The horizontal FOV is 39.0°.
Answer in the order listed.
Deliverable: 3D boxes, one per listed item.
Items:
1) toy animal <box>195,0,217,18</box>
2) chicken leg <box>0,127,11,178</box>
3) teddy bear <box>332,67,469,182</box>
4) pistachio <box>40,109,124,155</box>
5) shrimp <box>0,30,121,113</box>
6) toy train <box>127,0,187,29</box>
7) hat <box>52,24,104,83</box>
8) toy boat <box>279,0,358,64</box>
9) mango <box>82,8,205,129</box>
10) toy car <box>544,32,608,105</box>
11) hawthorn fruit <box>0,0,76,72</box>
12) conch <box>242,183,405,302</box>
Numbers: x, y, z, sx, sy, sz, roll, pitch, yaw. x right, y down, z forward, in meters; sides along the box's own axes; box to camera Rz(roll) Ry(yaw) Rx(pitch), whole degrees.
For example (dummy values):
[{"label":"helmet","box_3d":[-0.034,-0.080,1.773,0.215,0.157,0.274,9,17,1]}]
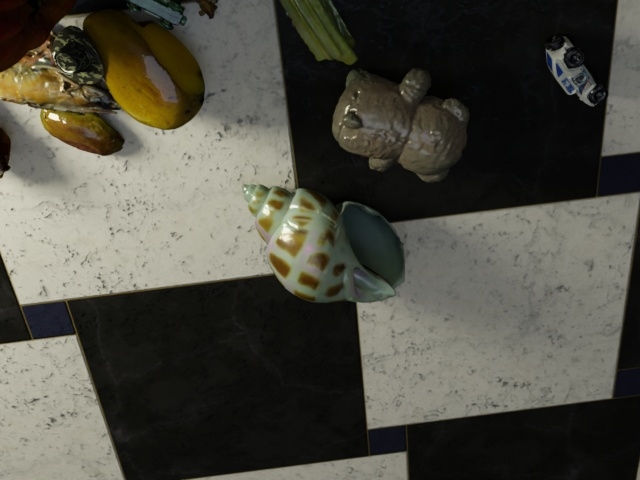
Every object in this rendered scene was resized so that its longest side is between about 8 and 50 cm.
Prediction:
[{"label":"toy animal","box_3d":[-0.286,-0.480,1.578,0.054,0.149,0.275,-43,150,14]},{"label":"chicken leg","box_3d":[-0.678,-0.249,1.716,0.113,0.093,0.304,-5,123,20]},{"label":"teddy bear","box_3d":[0.157,-0.229,1.777,0.267,0.151,0.236,10,126,-12]},{"label":"pistachio","box_3d":[-0.469,-0.216,1.783,0.173,0.049,0.089,20,120,-19]},{"label":"shrimp","box_3d":[-0.509,-0.322,1.699,0.316,0.062,0.164,14,116,-17]},{"label":"toy train","box_3d":[-0.299,-0.425,1.630,0.122,0.081,0.050,24,111,-22]},{"label":"hat","box_3d":[-0.449,-0.328,1.632,0.121,0.050,0.121,17,125,26]},{"label":"toy boat","box_3d":[-0.023,-0.437,1.633,0.084,0.111,0.276,-21,126,15]},{"label":"mango","box_3d":[-0.328,-0.319,1.675,0.167,0.130,0.262,-24,116,26]},{"label":"toy car","box_3d":[0.496,-0.336,1.779,0.070,0.080,0.170,-35,122,18]},{"label":"hawthorn fruit","box_3d":[-0.575,-0.469,1.404,0.402,0.403,0.403,-3,126,-4]},{"label":"conch","box_3d":[0.001,0.001,1.904,0.249,0.197,0.368,-49,118,-16]}]
